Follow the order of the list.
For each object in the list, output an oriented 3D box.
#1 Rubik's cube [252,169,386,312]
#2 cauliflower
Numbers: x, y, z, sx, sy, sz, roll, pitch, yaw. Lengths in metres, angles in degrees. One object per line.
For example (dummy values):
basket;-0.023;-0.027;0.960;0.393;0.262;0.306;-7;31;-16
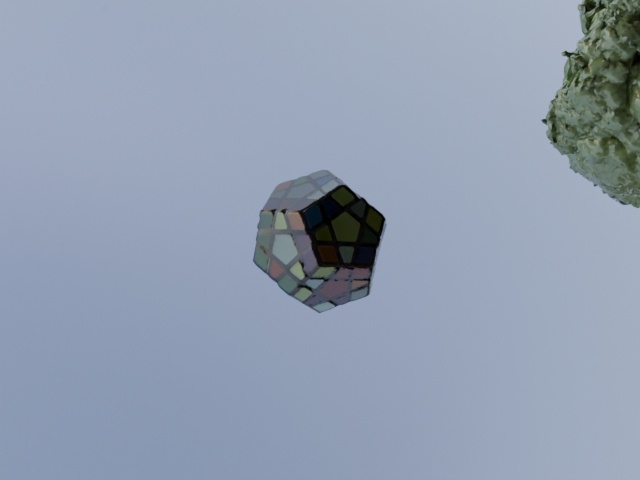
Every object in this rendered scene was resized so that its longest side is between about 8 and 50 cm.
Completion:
Rubik's cube;0.000;0.000;0.736;0.133;0.133;0.112;40;-87;-7
cauliflower;0.316;-0.159;0.692;0.272;0.275;0.250;-14;-123;2
